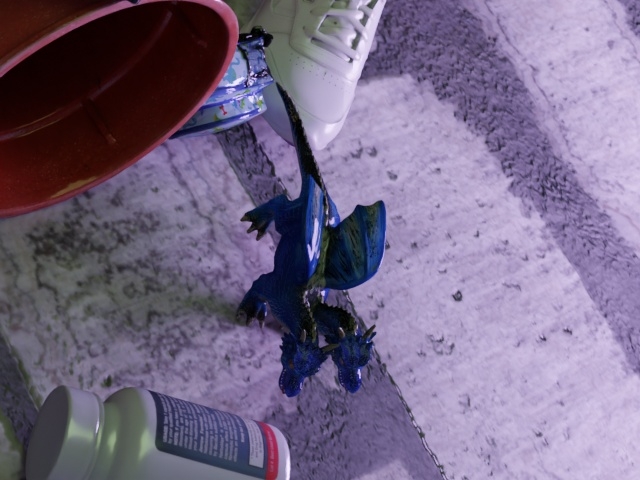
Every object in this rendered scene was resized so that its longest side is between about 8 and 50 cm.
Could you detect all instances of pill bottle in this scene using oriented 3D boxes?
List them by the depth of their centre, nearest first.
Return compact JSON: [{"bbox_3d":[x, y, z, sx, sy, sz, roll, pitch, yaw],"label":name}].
[{"bbox_3d":[-0.124,0.170,1.334,0.180,0.108,0.108,19,53,-25],"label":"pill bottle"}]

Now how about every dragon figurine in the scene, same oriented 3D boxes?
[{"bbox_3d":[0.000,0.000,1.479,0.085,0.144,0.289,18,71,-28],"label":"dragon figurine"}]

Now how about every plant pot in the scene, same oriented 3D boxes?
[{"bbox_3d":[-0.248,-0.202,1.387,0.272,0.272,0.265,-18,67,-41],"label":"plant pot"}]

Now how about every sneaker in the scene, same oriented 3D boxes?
[{"bbox_3d":[0.005,-0.226,1.639,0.114,0.152,0.305,24,53,-24],"label":"sneaker"}]

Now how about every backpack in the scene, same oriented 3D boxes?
[{"bbox_3d":[-0.104,-0.133,1.524,0.114,0.105,0.084,-16,94,-61],"label":"backpack"}]

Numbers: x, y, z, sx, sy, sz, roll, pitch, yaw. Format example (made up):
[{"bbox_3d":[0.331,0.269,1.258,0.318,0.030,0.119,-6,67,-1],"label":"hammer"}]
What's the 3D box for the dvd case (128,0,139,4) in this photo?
[{"bbox_3d":[-0.187,-0.274,1.288,0.179,0.029,0.239,27,32,-12],"label":"dvd case"}]
